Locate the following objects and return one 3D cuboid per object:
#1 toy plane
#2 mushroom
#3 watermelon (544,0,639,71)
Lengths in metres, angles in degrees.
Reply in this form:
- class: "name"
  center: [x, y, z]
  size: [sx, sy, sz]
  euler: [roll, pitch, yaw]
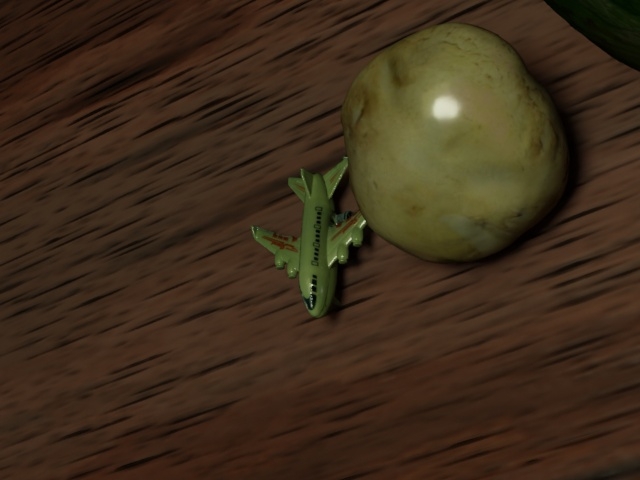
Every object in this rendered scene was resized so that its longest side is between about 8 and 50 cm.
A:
- class: "toy plane"
  center: [0.000, 0.000, 1.066]
  size: [0.102, 0.040, 0.111]
  euler: [-19, 63, 34]
- class: "mushroom"
  center: [0.078, -0.057, 0.979]
  size: [0.148, 0.148, 0.112]
  euler: [-24, 20, 29]
- class: "watermelon"
  center: [0.218, -0.245, 0.794]
  size: [0.363, 0.363, 0.363]
  euler: [-15, 64, 34]
